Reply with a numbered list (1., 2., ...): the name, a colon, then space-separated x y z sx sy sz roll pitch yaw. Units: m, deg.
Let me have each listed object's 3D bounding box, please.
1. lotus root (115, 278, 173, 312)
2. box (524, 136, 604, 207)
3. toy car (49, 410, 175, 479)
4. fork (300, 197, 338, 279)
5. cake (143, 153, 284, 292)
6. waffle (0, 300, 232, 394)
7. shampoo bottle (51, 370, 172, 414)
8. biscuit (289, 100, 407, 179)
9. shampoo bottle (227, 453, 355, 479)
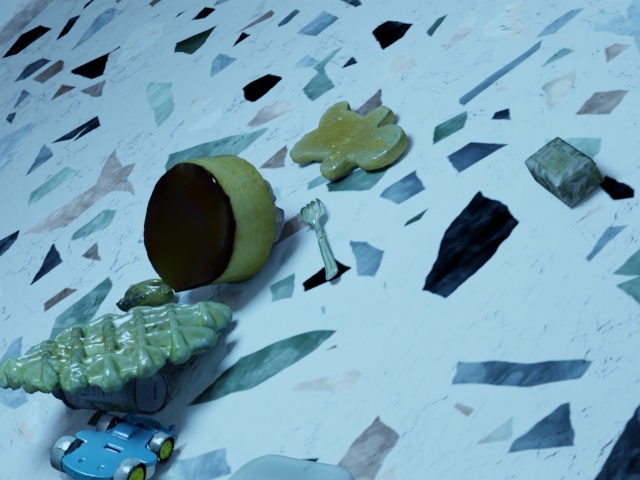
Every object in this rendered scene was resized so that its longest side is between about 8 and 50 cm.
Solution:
1. lotus root: -0.265 0.089 2.144 0.099 0.049 0.054 -20 43 27
2. box: 0.308 -0.088 1.793 0.062 0.045 0.098 -37 31 0
3. toy car: -0.265 0.295 1.841 0.126 0.098 0.161 16 24 23
4. fork: -0.003 -0.005 2.019 0.034 0.028 0.219 -28 31 9
5. cake: -0.138 -0.022 2.073 0.185 0.178 0.207 21 100 41
6. waffle: -0.282 0.146 1.964 0.309 0.056 0.292 -6 15 42
7. shampoo bottle: -0.304 0.209 2.000 0.214 0.072 0.072 -3 44 45
8. biscuit: 0.050 -0.150 2.164 0.153 0.030 0.234 -49 32 -18
9. shampoo bottle: -0.016 0.289 1.591 0.221 0.051 0.108 0 27 48
